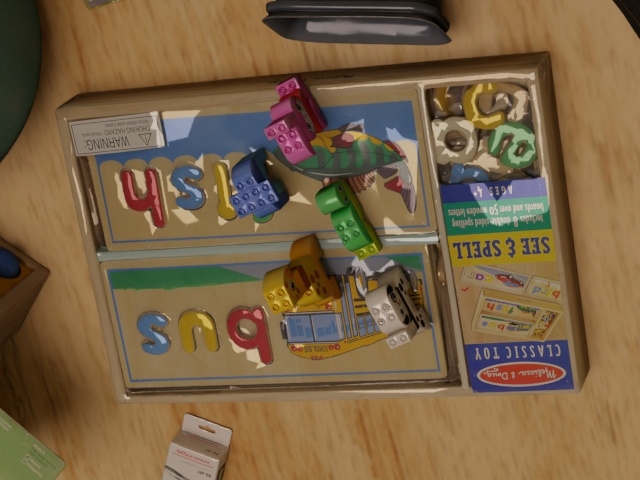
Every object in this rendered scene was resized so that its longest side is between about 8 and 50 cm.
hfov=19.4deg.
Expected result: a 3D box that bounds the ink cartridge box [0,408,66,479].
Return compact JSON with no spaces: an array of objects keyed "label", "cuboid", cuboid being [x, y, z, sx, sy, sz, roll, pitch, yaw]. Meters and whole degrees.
[{"label":"ink cartridge box","cuboid":[-0.336,0.150,1.622,0.171,0.056,0.235,44,162,-23]}]

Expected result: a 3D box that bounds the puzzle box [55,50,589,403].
[{"label":"puzzle box","cuboid":[0.000,0.000,1.520,0.408,0.052,0.272,-4,110,19]}]

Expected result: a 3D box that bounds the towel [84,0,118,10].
[{"label":"towel","cuboid":[-0.175,-0.230,1.511,0.060,0.009,0.083,-9,107,22]}]

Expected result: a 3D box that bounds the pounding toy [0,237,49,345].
[{"label":"pounding toy","cuboid":[-0.321,0.026,1.591,0.141,0.130,0.100,34,117,3]}]

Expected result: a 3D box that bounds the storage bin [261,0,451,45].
[{"label":"storage bin","cuboid":[0.034,-0.200,1.417,0.135,0.098,0.091,4,84,17]}]

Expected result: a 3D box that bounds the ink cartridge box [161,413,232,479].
[{"label":"ink cartridge box","cuboid":[-0.110,0.199,1.645,0.048,0.028,0.083,18,114,11]}]

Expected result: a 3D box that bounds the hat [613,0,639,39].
[{"label":"hat","cuboid":[0.321,-0.261,1.267,0.331,0.134,0.331,9,131,10]}]

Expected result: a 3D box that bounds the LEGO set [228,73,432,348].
[{"label":"LEGO set","cuboid":[-0.011,0.001,1.441,0.087,0.093,0.227,-24,101,25]}]

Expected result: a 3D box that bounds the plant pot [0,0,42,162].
[{"label":"plant pot","cuboid":[-0.369,-0.163,1.430,0.290,0.195,0.290,0,85,-1]}]
